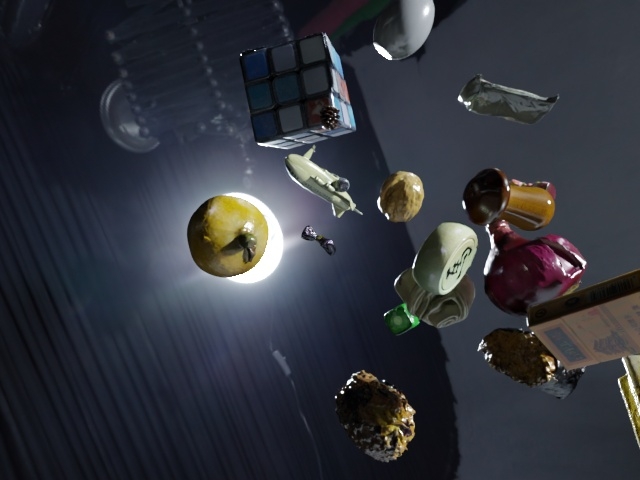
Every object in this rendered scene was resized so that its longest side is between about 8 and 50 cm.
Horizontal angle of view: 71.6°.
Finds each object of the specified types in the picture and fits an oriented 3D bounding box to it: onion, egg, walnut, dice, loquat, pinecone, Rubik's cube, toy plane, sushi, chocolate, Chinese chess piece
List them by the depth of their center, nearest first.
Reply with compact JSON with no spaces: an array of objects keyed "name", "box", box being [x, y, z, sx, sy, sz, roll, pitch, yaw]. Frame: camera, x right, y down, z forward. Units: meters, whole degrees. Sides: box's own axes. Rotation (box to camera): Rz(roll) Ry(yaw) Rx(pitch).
[{"name":"toy plane","box":[0.007,-0.157,1.220,0.104,0.256,0.242,-45,31,-2]},{"name":"Chinese chess piece","box":[0.410,0.058,1.449,0.250,0.250,0.101,-21,42,-41]},{"name":"egg","box":[0.283,-0.727,1.491,0.231,0.176,0.176,-55,-5,11]},{"name":"pinecone","box":[0.035,-0.433,1.567,0.077,0.083,0.077,-7,-22,-3]},{"name":"sushi","box":[0.742,0.396,1.575,0.208,0.234,0.349,20,-4,-21]},{"name":"loquat","box":[-0.347,-0.012,1.714,0.329,0.328,0.360,-21,18,-30]},{"name":"chocolate","box":[0.000,-0.002,1.718,0.070,0.147,0.072,-59,-8,-21]},{"name":"onion","box":[0.787,0.087,1.772,0.398,0.420,0.398,-37,-17,-14]},{"name":"Rubik's cube","box":[-0.083,-0.580,1.801,0.363,0.358,0.363,-13,2,14]},{"name":"walnut","box":[0.404,-0.221,2.203,0.257,0.256,0.224,-20,42,-10]},{"name":"dice","box":[0.410,0.396,2.239,0.131,0.128,0.120,-37,-16,27]}]

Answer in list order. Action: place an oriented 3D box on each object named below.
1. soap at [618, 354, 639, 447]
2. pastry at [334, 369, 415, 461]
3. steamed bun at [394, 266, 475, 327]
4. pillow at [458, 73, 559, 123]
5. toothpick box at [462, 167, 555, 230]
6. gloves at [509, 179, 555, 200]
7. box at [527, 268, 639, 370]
[{"name":"soap","box":[1.051,0.491,1.255,0.294,0.156,0.335,-2,25,23]},{"name":"pastry","box":[0.223,0.733,1.889,0.292,0.337,0.405,-45,-11,-10]},{"name":"steamed bun","box":[0.520,0.255,1.971,0.310,0.324,0.219,-32,27,24]},{"name":"pillow","box":[0.525,-0.390,1.265,0.255,0.059,0.169,16,-12,3]},{"name":"toothpick box","box":[0.621,-0.128,1.485,0.295,0.191,0.192,10,-10,-21]},{"name":"gloves","box":[0.819,-0.172,1.820,0.126,0.145,0.241,14,-11,-29]},{"name":"box","box":[0.660,0.193,1.036,0.274,0.174,0.076,-34,16,39]}]
